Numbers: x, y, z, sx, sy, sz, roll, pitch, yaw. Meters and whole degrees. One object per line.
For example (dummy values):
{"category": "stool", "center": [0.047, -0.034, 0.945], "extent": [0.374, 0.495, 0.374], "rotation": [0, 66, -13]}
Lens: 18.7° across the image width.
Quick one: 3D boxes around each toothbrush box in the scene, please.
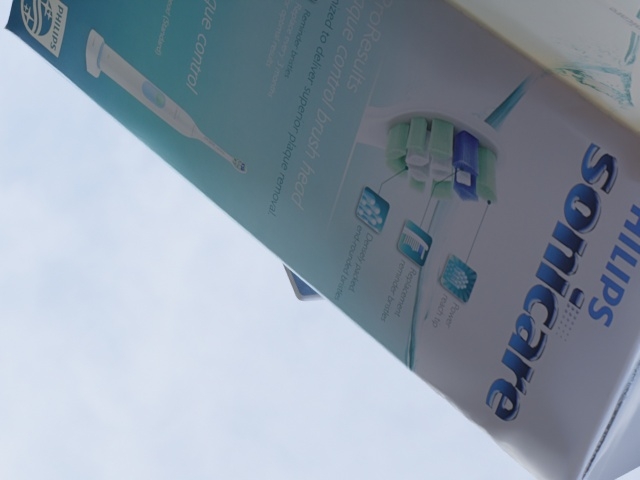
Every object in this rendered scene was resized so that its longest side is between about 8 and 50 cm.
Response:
{"category": "toothbrush box", "center": [0.067, -0.070, 0.691], "extent": [0.216, 0.126, 0.295], "rotation": [-17, -133, -42]}

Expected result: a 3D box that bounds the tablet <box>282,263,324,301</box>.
{"category": "tablet", "center": [0.000, 0.000, 1.062], "extent": [0.054, 0.006, 0.083], "rotation": [-6, -131, -21]}
